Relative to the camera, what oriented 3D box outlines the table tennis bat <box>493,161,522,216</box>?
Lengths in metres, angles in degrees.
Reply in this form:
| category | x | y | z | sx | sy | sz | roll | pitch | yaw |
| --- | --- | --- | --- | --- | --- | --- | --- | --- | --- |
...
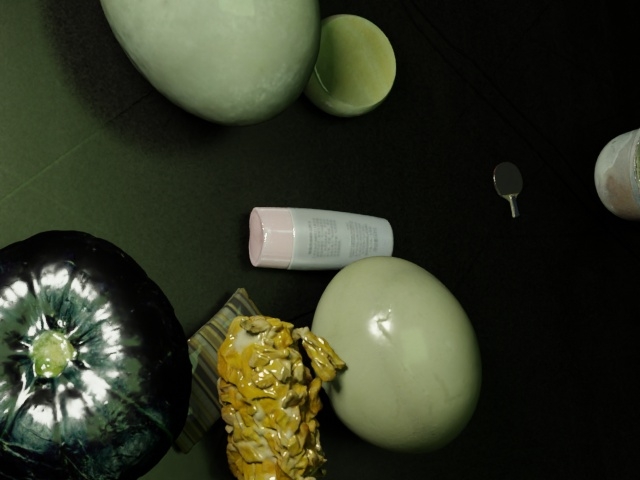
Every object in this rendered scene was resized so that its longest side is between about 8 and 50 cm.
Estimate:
| category | x | y | z | sx | sy | sz | roll | pitch | yaw |
| --- | --- | --- | --- | --- | --- | --- | --- | --- | --- |
| table tennis bat | 0.282 | -0.076 | 1.975 | 0.050 | 0.007 | 0.083 | -12 | 88 | -27 |

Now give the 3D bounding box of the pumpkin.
| category | x | y | z | sx | sy | sz | roll | pitch | yaw |
| --- | --- | --- | --- | --- | --- | --- | --- | --- | --- |
| pumpkin | -0.296 | 0.153 | 1.542 | 0.315 | 0.238 | 0.315 | 3 | 72 | -11 |

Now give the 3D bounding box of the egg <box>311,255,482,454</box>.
| category | x | y | z | sx | sy | sz | roll | pitch | yaw |
| --- | --- | --- | --- | --- | --- | --- | --- | --- | --- |
| egg | 0.098 | 0.152 | 1.739 | 0.219 | 0.219 | 0.269 | -33 | 94 | -26 |

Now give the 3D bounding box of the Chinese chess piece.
| category | x | y | z | sx | sy | sz | roll | pitch | yaw |
| --- | --- | --- | --- | --- | --- | --- | --- | --- | --- |
| Chinese chess piece | 0.035 | -0.242 | 1.846 | 0.144 | 0.058 | 0.144 | 4 | 80 | -26 |

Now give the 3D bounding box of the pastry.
| category | x | y | z | sx | sy | sz | roll | pitch | yaw |
| --- | --- | --- | --- | --- | --- | --- | --- | --- | --- |
| pastry | -0.054 | 0.204 | 1.665 | 0.102 | 0.154 | 0.250 | -22 | 115 | -50 |

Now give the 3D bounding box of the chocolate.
| category | x | y | z | sx | sy | sz | roll | pitch | yaw |
| --- | --- | --- | --- | --- | --- | --- | --- | --- | --- |
| chocolate | 0.497 | -0.096 | 2.005 | 0.221 | 0.147 | 0.221 | 3 | 85 | -31 |

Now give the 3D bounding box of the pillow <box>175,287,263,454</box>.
| category | x | y | z | sx | sy | sz | roll | pitch | yaw |
| --- | --- | --- | --- | --- | --- | --- | --- | --- | --- |
| pillow | -0.139 | 0.168 | 1.720 | 0.203 | 0.038 | 0.113 | -44 | 108 | -23 |

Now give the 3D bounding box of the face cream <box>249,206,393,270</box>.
| category | x | y | z | sx | sy | sz | roll | pitch | yaw |
| --- | --- | --- | --- | --- | --- | --- | --- | --- | --- |
| face cream | 0.000 | 0.000 | 1.800 | 0.198 | 0.057 | 0.084 | 3 | 81 | -24 |

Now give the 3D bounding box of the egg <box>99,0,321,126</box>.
| category | x | y | z | sx | sy | sz | roll | pitch | yaw |
| --- | --- | --- | --- | --- | --- | --- | --- | --- | --- |
| egg | -0.141 | -0.310 | 1.657 | 0.258 | 0.258 | 0.352 | -39 | 98 | -25 |
